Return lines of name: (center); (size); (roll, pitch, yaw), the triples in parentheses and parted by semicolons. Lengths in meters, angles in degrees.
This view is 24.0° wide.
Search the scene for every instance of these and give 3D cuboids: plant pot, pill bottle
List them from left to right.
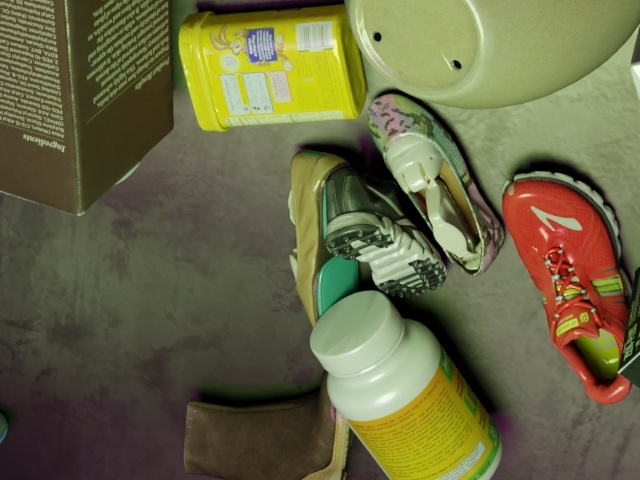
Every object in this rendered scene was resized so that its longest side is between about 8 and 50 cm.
pill bottle: (0.092, 0.175, 1.687); (0.136, 0.136, 0.245); (-18, 124, 27)
plant pot: (0.130, -0.227, 1.343); (0.284, 0.191, 0.284); (21, 134, 23)

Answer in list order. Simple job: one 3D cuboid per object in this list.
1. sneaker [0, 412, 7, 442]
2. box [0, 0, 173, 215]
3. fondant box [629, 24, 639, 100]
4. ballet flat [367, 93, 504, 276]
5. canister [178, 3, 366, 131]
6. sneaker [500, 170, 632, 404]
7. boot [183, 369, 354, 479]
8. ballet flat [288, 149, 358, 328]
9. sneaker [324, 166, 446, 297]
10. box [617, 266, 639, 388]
sneaker: (-0.484, 0.287, 2.026); (0.209, 0.069, 0.082); (-31, 142, 23)
box: (-0.243, -0.238, 1.439); (0.143, 0.191, 0.381); (16, 127, 19)
fondant box: (0.394, -0.200, 1.232); (0.238, 0.330, 0.096); (-12, 116, 25)
ballet flat: (0.120, -0.053, 1.578); (0.077, 0.079, 0.221); (-24, 113, 28)
canister: (-0.047, -0.178, 1.553); (0.170, 0.073, 0.126); (-2, 122, 18)
sneaker: (0.271, 0.052, 1.576); (0.107, 0.118, 0.279); (-19, 115, 27)
boot: (-0.063, 0.225, 1.819); (0.207, 0.090, 0.248); (14, 130, 6)
ballet flat: (0.000, 0.000, 1.671); (0.073, 0.080, 0.232); (27, 130, 35)
sneaker: (0.069, -0.013, 1.597); (0.078, 0.106, 0.234); (-20, 153, 21)
box: (0.380, 0.058, 1.506); (0.077, 0.180, 0.147); (34, 126, -7)
